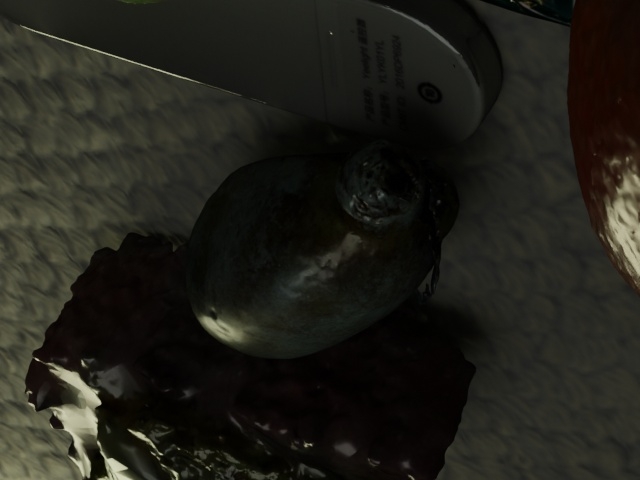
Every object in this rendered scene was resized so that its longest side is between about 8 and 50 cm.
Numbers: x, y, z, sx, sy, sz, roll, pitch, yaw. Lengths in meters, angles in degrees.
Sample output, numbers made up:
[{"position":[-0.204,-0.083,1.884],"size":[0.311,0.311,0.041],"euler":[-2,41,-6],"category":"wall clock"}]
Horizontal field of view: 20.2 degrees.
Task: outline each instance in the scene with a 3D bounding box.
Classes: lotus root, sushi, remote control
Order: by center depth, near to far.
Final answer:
[{"position":[-0.045,-0.092,0.700],"size":[0.245,0.022,0.077],"euler":[18,145,21],"category":"remote control"},{"position":[0.002,0.002,0.715],"size":[0.088,0.088,0.165],"euler":[44,148,-14],"category":"lotus root"},{"position":[-0.028,0.097,0.845],"size":[0.241,0.107,0.161],"euler":[12,143,29],"category":"sushi"}]

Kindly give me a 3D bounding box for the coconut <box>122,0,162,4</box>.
[{"position":[-0.067,-0.123,0.632],"size":[0.083,0.081,0.082],"euler":[-44,59,25],"category":"coconut"}]

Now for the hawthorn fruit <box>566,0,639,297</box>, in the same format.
[{"position":[0.151,-0.036,0.487],"size":[0.169,0.169,0.188],"euler":[20,158,20],"category":"hawthorn fruit"}]

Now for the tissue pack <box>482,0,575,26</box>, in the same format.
[{"position":[0.018,-0.141,0.527],"size":[0.170,0.090,0.103],"euler":[19,140,20],"category":"tissue pack"}]
